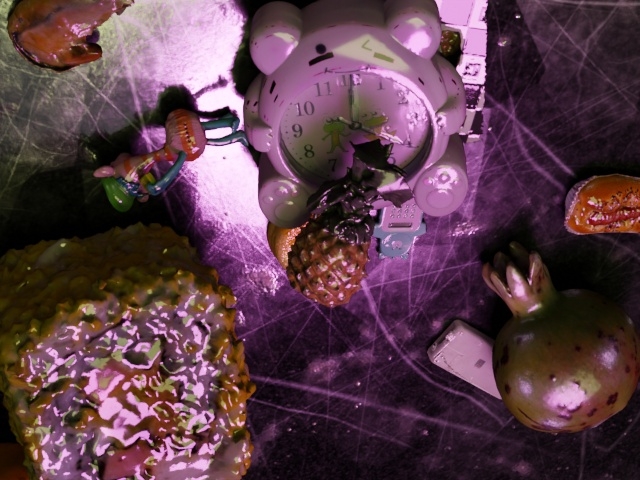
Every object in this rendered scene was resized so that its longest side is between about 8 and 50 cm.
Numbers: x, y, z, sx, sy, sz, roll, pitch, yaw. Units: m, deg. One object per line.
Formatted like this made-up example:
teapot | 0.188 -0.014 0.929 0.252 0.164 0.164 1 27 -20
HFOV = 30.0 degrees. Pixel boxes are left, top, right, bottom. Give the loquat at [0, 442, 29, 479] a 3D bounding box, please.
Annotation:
loquat | -0.481 0.460 1.773 0.328 0.328 0.329 -7 124 -10

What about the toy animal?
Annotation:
toy animal | -0.197 -0.110 1.597 0.208 0.103 0.100 -26 135 -1

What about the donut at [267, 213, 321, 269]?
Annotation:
donut | 0.000 0.000 1.749 0.151 0.058 0.152 -5 123 -8

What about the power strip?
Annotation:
power strip | 0.262 0.198 1.961 0.192 0.035 0.081 30 112 -29

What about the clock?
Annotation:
clock | 0.045 -0.170 1.578 0.295 0.113 0.322 -5 131 4

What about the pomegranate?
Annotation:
pomegranate | 0.351 0.165 1.848 0.306 0.242 0.242 36 109 -22

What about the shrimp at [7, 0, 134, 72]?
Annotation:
shrimp | -0.263 -0.292 1.483 0.262 0.066 0.117 -15 142 13

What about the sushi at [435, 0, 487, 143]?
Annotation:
sushi | 0.131 -0.246 1.615 0.192 0.043 0.280 -5 132 4

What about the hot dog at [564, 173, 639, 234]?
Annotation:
hot dog | 0.464 -0.053 1.834 0.191 0.059 0.108 -1 128 -16

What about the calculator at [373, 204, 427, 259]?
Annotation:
calculator | 0.118 -0.031 1.780 0.094 0.019 0.141 -1 123 -17

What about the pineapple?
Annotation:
pineapple | 0.039 -0.030 1.563 0.119 0.111 0.237 -5 133 -36

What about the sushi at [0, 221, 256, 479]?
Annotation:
sushi | -0.262 0.184 1.657 0.351 0.240 0.397 -17 119 -18
